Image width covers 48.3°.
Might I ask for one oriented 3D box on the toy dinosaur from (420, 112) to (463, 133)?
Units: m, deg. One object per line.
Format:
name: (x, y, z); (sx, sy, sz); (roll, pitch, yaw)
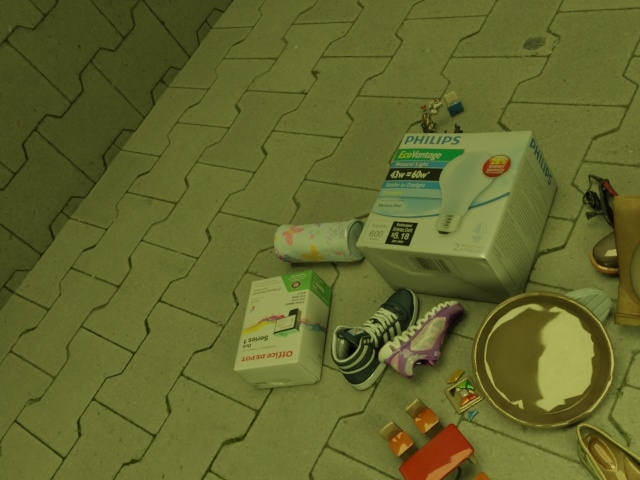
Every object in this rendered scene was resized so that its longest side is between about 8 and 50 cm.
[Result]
toy dinosaur: (0.344, -0.273, 2.041); (0.118, 0.064, 0.268); (-28, 42, 34)

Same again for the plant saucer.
plant saucer: (0.450, 0.242, 1.454); (0.278, 0.041, 0.277); (-1, 87, 14)

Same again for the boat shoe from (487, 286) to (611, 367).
boat shoe: (0.473, 0.187, 1.533); (0.302, 0.109, 0.094); (-32, 16, 5)

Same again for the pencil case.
pencil case: (0.000, 0.000, 2.021); (0.273, 0.113, 0.124); (-4, 45, 33)

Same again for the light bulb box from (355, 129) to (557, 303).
light bulb box: (0.339, -0.064, 1.749); (0.358, 0.225, 0.361); (5, 60, 38)

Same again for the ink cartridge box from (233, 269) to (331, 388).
ink cartridge box: (-0.097, 0.236, 1.890); (0.202, 0.117, 0.278); (-12, 50, 28)

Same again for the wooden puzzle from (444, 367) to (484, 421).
wooden puzzle: (0.318, 0.340, 1.584); (0.078, 0.014, 0.116); (-41, 43, 0)

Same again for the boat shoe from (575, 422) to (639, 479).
boat shoe: (0.561, 0.444, 1.268); (0.104, 0.089, 0.285); (-43, 43, -3)

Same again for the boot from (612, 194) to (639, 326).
boot: (0.695, 0.043, 1.414); (0.236, 0.089, 0.269); (2, 88, 37)

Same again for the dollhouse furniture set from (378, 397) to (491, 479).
dollhouse furniture set: (0.196, 0.485, 1.461); (0.259, 0.135, 0.262); (-41, 42, 0)

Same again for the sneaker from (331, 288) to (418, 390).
sneaker: (0.130, 0.211, 1.722); (0.099, 0.153, 0.282); (18, 67, 42)

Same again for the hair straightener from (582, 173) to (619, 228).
hair straightener: (0.641, -0.092, 1.645); (0.089, 0.047, 0.230); (-35, 23, 21)

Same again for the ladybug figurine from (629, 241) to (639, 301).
ladybug figurine: (0.775, 0.038, 1.223); (0.450, 0.162, 0.305); (-1, 57, 22)

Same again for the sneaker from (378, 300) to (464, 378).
sneaker: (0.252, 0.237, 1.668); (0.236, 0.095, 0.104); (-36, 65, -12)

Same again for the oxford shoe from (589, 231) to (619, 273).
oxford shoe: (0.742, -0.046, 1.512); (0.364, 0.132, 0.129); (-27, 45, 15)

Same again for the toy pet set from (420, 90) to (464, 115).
toy pet set: (0.363, -0.395, 2.134); (0.114, 0.065, 0.122); (-24, 8, 11)
